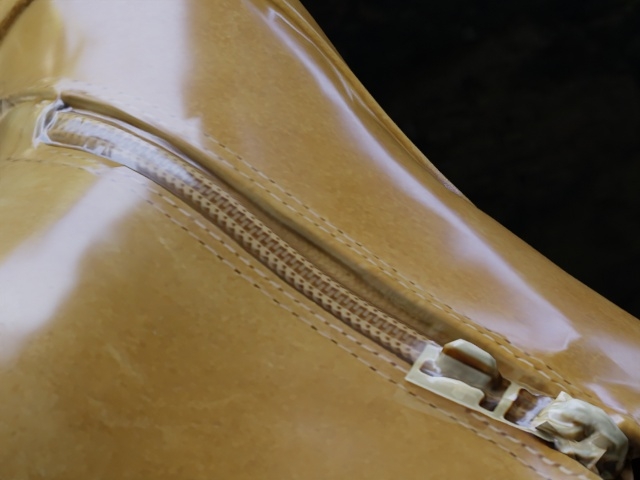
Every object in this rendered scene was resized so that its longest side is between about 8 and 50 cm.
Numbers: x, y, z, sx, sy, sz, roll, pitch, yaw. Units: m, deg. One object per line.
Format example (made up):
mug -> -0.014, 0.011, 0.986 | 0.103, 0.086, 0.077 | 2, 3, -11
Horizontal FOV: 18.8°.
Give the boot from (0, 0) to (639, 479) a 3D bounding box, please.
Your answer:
boot -> 0.000, 0.000, 0.433 | 0.295, 0.211, 0.104 | -51, -20, -52
